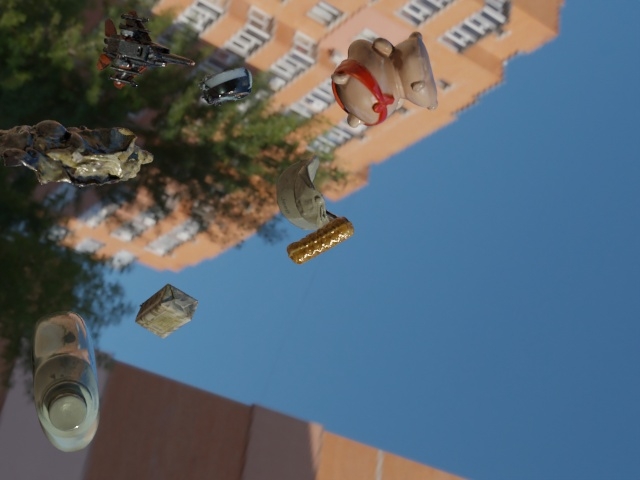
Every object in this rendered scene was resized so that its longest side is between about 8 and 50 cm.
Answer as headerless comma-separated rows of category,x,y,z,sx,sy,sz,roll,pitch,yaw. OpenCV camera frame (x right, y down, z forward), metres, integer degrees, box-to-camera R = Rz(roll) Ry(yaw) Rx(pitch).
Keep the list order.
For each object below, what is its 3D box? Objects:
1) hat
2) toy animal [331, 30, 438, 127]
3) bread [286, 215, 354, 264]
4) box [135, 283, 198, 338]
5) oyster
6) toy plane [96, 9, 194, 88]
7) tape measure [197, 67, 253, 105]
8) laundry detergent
hat,-0.051,-0.098,2.766,0.245,0.214,0.149,-22,-174,38
toy animal,0.121,-0.307,1.999,0.198,0.171,0.171,-14,-137,3
bread,0.000,0.000,2.228,0.157,0.052,0.044,-29,-177,1
box,-0.241,0.111,1.606,0.098,0.062,0.045,-32,-148,45
oyster,-0.490,-0.178,2.090,0.096,0.361,0.221,-64,-143,27
toy plane,-0.286,-0.304,1.666,0.189,0.061,0.130,17,-84,34
tape measure,-0.156,-0.257,1.721,0.094,0.091,0.054,-40,115,-89
laundry detergent,-0.472,0.287,1.916,0.398,0.125,0.263,-158,-117,-73
